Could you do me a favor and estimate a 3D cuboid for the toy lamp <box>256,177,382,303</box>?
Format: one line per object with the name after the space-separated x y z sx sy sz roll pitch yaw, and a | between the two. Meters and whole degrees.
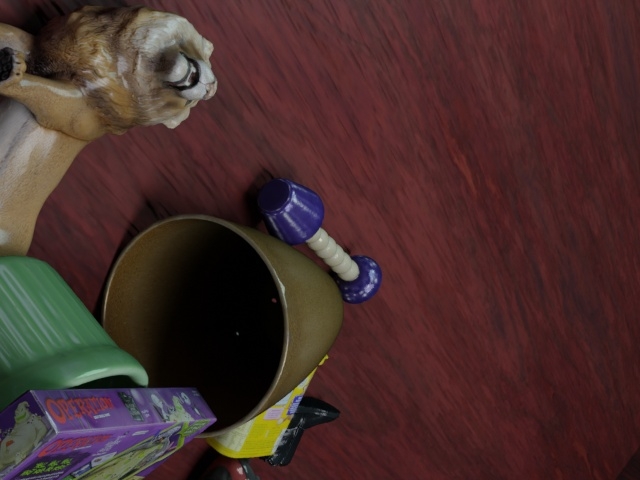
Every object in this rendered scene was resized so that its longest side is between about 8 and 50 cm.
0.000 0.000 1.480 0.080 0.080 0.274 -55 147 -4 | toy lamp

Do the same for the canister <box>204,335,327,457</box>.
-0.075 0.200 1.549 0.126 0.073 0.170 9 110 -54 | canister

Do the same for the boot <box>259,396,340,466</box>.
-0.034 0.278 1.687 0.121 0.045 0.099 14 102 -47 | boot

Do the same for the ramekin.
-0.321 0.148 1.046 0.303 0.148 0.303 -34 165 -10 | ramekin

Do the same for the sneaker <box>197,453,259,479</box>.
-0.177 0.408 1.561 0.135 0.097 0.276 12 108 -57 | sneaker

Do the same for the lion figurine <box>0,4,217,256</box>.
-0.274 -0.071 1.057 0.392 0.142 0.240 -47 155 9 | lion figurine

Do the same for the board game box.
-0.238 0.208 1.037 0.208 0.056 0.347 -35 166 8 | board game box

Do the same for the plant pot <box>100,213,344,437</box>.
-0.081 0.086 1.343 0.254 0.237 0.237 -4 120 -63 | plant pot
